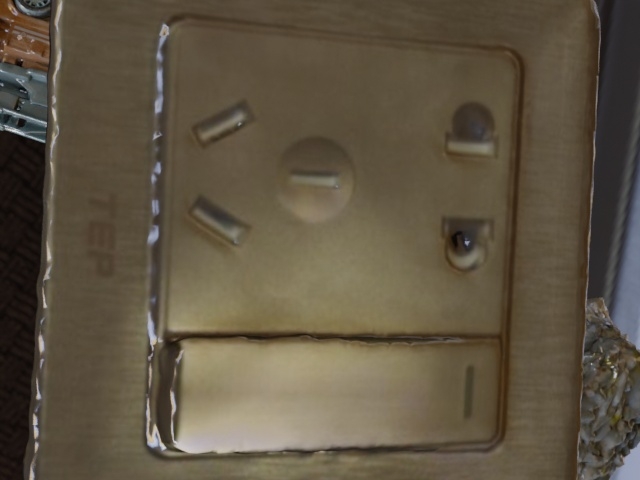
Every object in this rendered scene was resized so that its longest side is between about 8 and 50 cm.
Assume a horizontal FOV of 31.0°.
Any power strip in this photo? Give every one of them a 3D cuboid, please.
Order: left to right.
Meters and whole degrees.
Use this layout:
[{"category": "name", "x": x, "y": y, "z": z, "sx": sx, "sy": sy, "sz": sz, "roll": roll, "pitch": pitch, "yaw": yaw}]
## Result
[{"category": "power strip", "x": -0.001, "y": 0.002, "z": 0.522, "sx": 0.256, "sy": 0.092, "sz": 0.251, "roll": 3, "pitch": 86, "yaw": -22}]

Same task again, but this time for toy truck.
[{"category": "toy truck", "x": -0.446, "y": -0.245, "z": 1.485, "sx": 0.133, "sy": 0.338, "sz": 0.184, "roll": 120, "pitch": -16, "yaw": -61}]

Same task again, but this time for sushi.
[{"category": "sushi", "x": 0.215, "y": 0.172, "z": 1.160, "sx": 0.274, "sy": 0.184, "sz": 0.139, "roll": -49, "pitch": 124, "yaw": -18}]
